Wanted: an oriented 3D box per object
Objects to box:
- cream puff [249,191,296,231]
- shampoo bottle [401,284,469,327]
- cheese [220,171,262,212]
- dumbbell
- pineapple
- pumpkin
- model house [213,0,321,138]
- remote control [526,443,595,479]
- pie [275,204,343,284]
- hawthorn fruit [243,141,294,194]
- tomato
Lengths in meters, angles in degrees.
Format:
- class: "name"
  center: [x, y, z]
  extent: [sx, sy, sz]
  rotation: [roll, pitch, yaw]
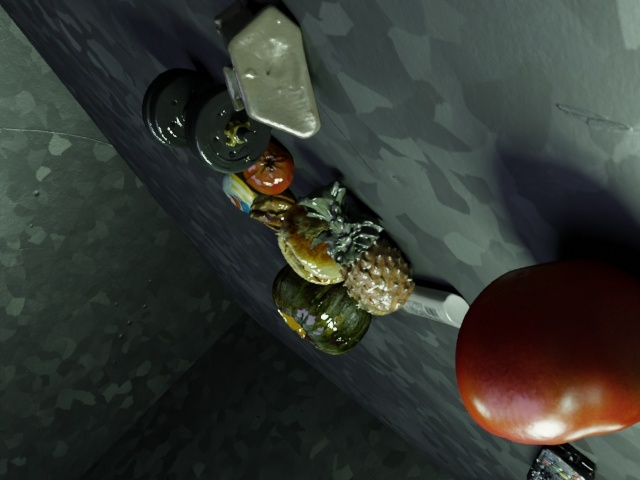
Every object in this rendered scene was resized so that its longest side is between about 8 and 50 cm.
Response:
- class: "cream puff"
  center: [-0.113, -0.079, 1.775]
  extent: [0.133, 0.104, 0.119]
  rotation: [19, 176, 28]
- class: "shampoo bottle"
  center: [0.235, 0.137, 1.514]
  extent: [0.086, 0.056, 0.227]
  rotation: [48, 165, -18]
- class: "cheese"
  center: [-0.196, -0.125, 1.944]
  extent: [0.270, 0.069, 0.177]
  rotation: [31, 160, 42]
- class: "dumbbell"
  center: [-0.251, -0.264, 1.506]
  extent: [0.388, 0.185, 0.185]
  rotation: [28, 158, 48]
- class: "pineapple"
  center: [0.066, 0.014, 1.465]
  extent: [0.170, 0.141, 0.310]
  rotation: [-23, 113, 34]
- class: "pumpkin"
  center: [-0.005, 0.192, 2.039]
  extent: [0.320, 0.192, 0.320]
  rotation: [42, 163, 16]
- class: "model house"
  center: [-0.100, -0.289, 1.173]
  extent: [0.188, 0.122, 0.229]
  rotation: [46, 158, 55]
- class: "remote control"
  center: [0.600, 0.592, 1.740]
  extent: [0.144, 0.062, 0.399]
  rotation: [37, 162, 25]
- class: "pie"
  center: [0.000, 0.000, 1.578]
  extent: [0.205, 0.179, 0.084]
  rotation: [46, 148, -2]
- class: "hawthorn fruit"
  center: [-0.117, -0.159, 1.566]
  extent: [0.128, 0.128, 0.128]
  rotation: [41, 165, 14]
- class: "tomato"
  center: [0.321, 0.140, 0.932]
  extent: [0.298, 0.298, 0.227]
  rotation: [129, 129, -75]
